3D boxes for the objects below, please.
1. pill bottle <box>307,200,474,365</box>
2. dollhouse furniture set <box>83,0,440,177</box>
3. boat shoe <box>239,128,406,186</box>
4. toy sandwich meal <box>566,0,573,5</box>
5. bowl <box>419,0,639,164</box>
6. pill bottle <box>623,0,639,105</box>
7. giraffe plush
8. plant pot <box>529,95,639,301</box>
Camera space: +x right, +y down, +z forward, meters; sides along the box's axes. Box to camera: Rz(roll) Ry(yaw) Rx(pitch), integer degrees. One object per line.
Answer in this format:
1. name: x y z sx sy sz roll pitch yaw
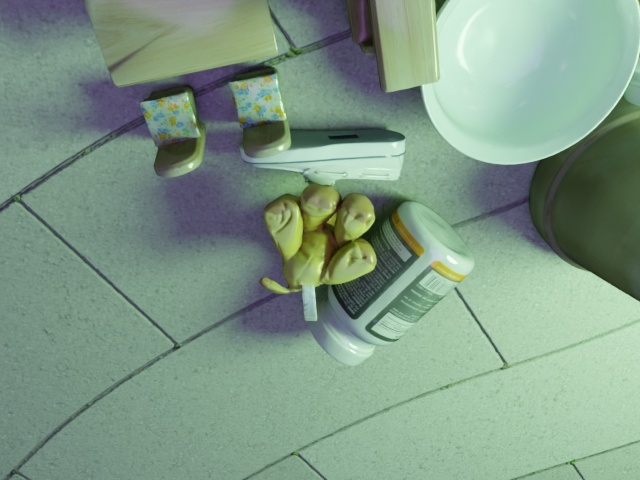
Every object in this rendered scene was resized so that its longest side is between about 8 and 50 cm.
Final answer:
1. pill bottle: 0.113 0.079 1.058 0.162 0.162 0.278 32 114 -24
2. dollhouse furniture set: -0.084 -0.273 0.753 0.394 0.256 0.362 -12 123 1
3. boat shoe: 0.006 -0.120 0.957 0.258 0.095 0.084 -1 118 -5
4. toy sandwich meal: 0.377 -0.372 0.878 0.086 0.029 0.085 -3 123 -5
5. bowl: 0.272 -0.268 0.870 0.298 0.134 0.297 -3 123 -5
6. pill bottle: 0.477 -0.319 0.859 0.136 0.136 0.245 -16 123 4
7. giraffe plush: 0.000 0.000 0.997 0.182 0.170 0.210 14 108 1
8. plant pot: 0.536 -0.034 0.966 0.323 0.280 0.323 -3 122 -5
